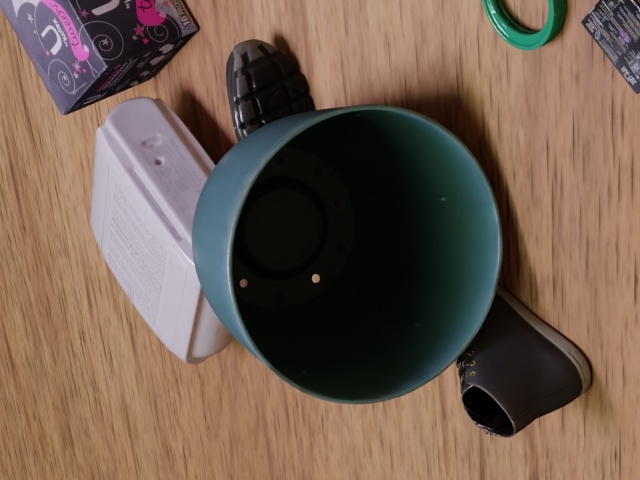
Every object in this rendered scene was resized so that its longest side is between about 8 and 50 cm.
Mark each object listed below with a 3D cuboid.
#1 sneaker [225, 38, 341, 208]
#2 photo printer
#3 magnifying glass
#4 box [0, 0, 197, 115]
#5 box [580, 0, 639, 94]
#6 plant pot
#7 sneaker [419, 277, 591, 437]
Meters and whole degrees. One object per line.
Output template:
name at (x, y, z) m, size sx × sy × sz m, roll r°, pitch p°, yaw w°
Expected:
sneaker at (-0.061, -0.094, 1.953) m, size 0.106 × 0.101 × 0.267 m, roll 9°, pitch 120°, yaw 54°
photo printer at (-0.184, 0.002, 2.154) m, size 0.256 × 0.107 × 0.307 m, roll 53°, pitch 156°, yaw 19°
magnifying glass at (0.178, -0.279, 1.561) m, size 0.092 × 0.026 × 0.231 m, roll 26°, pitch 135°, yaw 42°
box at (-0.286, -0.301, 2.069) m, size 0.247 × 0.142 × 0.163 m, roll 60°, pitch 148°, yaw 2°
box at (0.270, -0.178, 1.510) m, size 0.083 × 0.018 × 0.067 m, roll 54°, pitch 147°, yaw 12°
plant pot at (0.000, 0.000, 1.785) m, size 0.235 × 0.293 × 0.293 m, roll 17°, pitch 128°, yaw 64°
sneaker at (0.157, 0.110, 1.787) m, size 0.222 × 0.118 × 0.083 m, roll 32°, pitch 137°, yaw 38°
